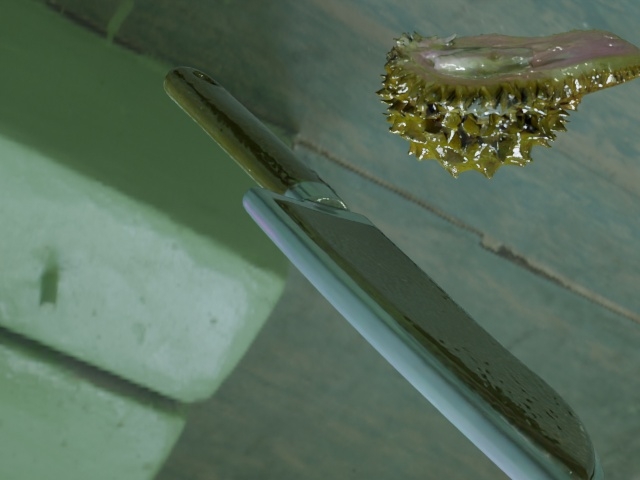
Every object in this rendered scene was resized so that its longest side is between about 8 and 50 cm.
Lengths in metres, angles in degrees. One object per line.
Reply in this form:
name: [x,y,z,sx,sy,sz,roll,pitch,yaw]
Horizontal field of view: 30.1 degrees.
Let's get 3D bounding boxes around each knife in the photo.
knife: [-0.001,0.000,0.443,0.061,0.343,0.027,17,108,-37]

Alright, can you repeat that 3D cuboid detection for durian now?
durian: [0.157,-0.110,0.942,0.224,0.078,0.140,-12,119,13]
